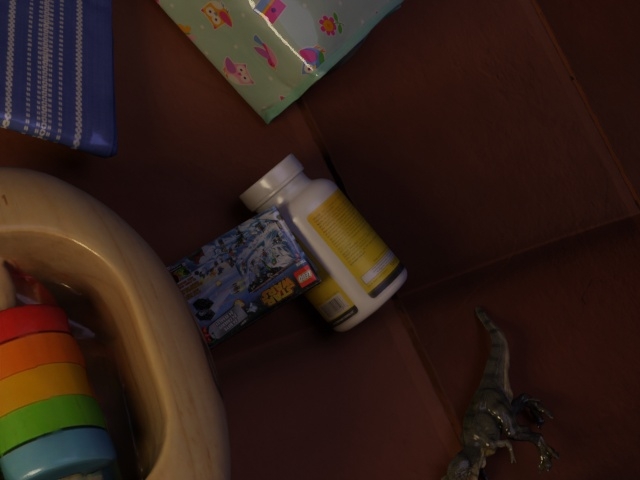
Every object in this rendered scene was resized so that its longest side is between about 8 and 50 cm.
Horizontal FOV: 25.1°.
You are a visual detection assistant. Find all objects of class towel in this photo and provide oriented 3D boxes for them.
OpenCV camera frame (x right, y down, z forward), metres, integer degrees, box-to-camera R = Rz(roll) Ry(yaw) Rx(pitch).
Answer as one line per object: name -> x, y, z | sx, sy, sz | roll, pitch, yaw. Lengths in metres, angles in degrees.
towel -> -0.354, -0.212, 1.410 | 0.336, 0.040, 0.243 | 15, 49, -29

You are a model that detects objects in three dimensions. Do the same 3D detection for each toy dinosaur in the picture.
toy dinosaur -> 0.209, 0.198, 1.618 | 0.118, 0.064, 0.268 | 29, 48, -13

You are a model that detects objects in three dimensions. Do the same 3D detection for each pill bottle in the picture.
pill bottle -> 0.000, 0.000, 1.536 | 0.184, 0.103, 0.103 | 50, 47, -4

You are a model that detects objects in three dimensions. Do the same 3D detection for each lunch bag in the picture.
lunch bag -> -0.032, -0.299, 1.644 | 0.223, 0.160, 0.262 | 47, 53, -6

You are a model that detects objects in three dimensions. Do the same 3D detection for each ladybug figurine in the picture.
ladybug figurine -> -0.240, 0.152, 1.199 | 0.305, 0.162, 0.449 | -8, 62, -23

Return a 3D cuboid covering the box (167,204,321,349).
box -> -0.081, 0.038, 1.459 | 0.137, 0.027, 0.094 | -30, 85, -10
